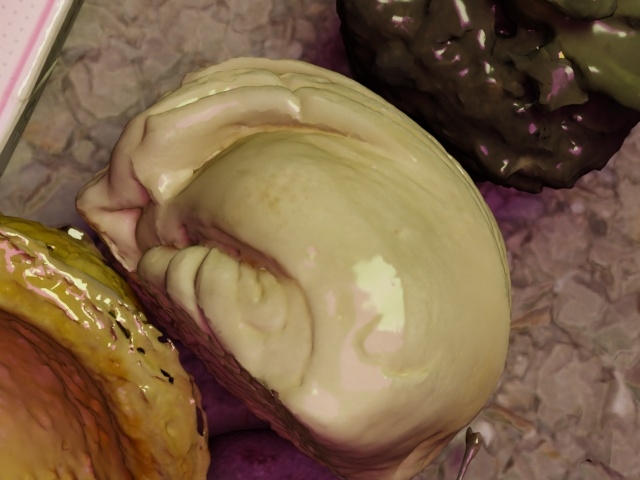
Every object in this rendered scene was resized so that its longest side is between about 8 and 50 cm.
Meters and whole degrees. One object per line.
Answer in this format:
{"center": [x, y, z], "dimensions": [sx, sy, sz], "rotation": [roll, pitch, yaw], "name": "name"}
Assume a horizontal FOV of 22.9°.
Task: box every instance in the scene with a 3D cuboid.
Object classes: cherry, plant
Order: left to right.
{"center": [-0.009, 0.161, 1.069], "dimensions": [0.148, 0.115, 0.188], "rotation": [24, 73, 32], "name": "cherry"}
{"center": [0.134, -0.148, 0.992], "dimensions": [0.215, 0.312, 0.213], "rotation": [44, 86, -8], "name": "plant"}

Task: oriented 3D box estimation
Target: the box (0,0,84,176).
{"center": [-0.241, -0.235, 1.047], "dimensions": [0.210, 0.095, 0.330], "rotation": [25, 84, -6], "name": "box"}

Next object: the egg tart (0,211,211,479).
{"center": [-0.201, 0.083, 0.992], "dimensions": [0.315, 0.315, 0.120], "rotation": [32, 43, -6], "name": "egg tart"}

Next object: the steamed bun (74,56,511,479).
{"center": [0.002, 0.002, 0.969], "dimensions": [0.276, 0.289, 0.203], "rotation": [44, 81, 4], "name": "steamed bun"}
